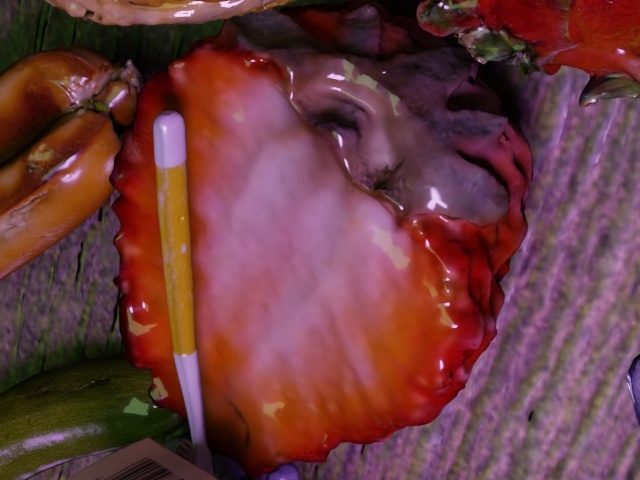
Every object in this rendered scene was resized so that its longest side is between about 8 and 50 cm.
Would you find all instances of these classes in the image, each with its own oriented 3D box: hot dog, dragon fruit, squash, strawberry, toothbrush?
[{"bbox_3d":[-0.222,-0.039,1.268,0.337,0.100,0.135,-28,58,45],"label":"hot dog"},{"bbox_3d":[0.189,-0.154,0.906,0.269,0.198,0.200,22,95,20],"label":"dragon fruit"},{"bbox_3d":[-0.198,0.137,1.332,0.318,0.071,0.080,-24,67,35],"label":"squash"},{"bbox_3d":[0.000,0.000,1.116,0.265,0.149,0.336,41,134,12],"label":"strawberry"},{"bbox_3d":[-0.085,0.047,1.096,0.024,0.021,0.288,28,133,38],"label":"toothbrush"}]

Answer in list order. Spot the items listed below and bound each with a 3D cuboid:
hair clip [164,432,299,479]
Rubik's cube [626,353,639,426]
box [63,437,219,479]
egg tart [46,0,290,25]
[{"bbox_3d":[-0.018,0.220,1.219,0.278,0.090,0.137,26,114,26],"label":"hair clip"},{"bbox_3d":[0.383,0.133,0.750,0.362,0.359,0.363,-13,94,39],"label":"Rubik's cube"},{"bbox_3d":[-0.062,0.262,1.123,0.164,0.069,0.256,14,128,65],"label":"box"},{"bbox_3d":[-0.043,-0.205,1.027,0.291,0.291,0.107,19,149,30],"label":"egg tart"}]
